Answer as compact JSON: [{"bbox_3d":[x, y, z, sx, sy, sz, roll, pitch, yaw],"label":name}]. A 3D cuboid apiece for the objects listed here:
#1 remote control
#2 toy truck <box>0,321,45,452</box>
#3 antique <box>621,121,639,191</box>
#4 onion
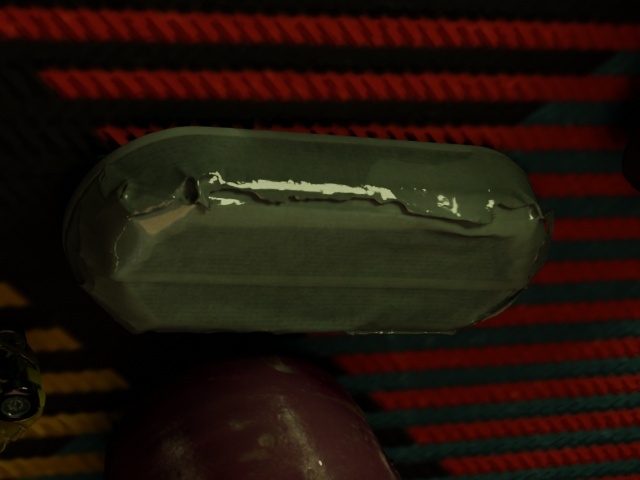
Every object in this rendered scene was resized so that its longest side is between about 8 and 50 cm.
[{"bbox_3d":[0.000,0.000,0.752,0.247,0.052,0.104,1,129,-28],"label":"remote control"},{"bbox_3d":[-0.168,0.063,0.733,0.054,0.049,0.083,-44,131,17],"label":"toy truck"},{"bbox_3d":[0.246,-0.083,0.744,0.143,0.121,0.257,1,121,-35],"label":"antique"},{"bbox_3d":[-0.024,0.169,0.803,0.200,0.200,0.207,7,120,-28],"label":"onion"}]
